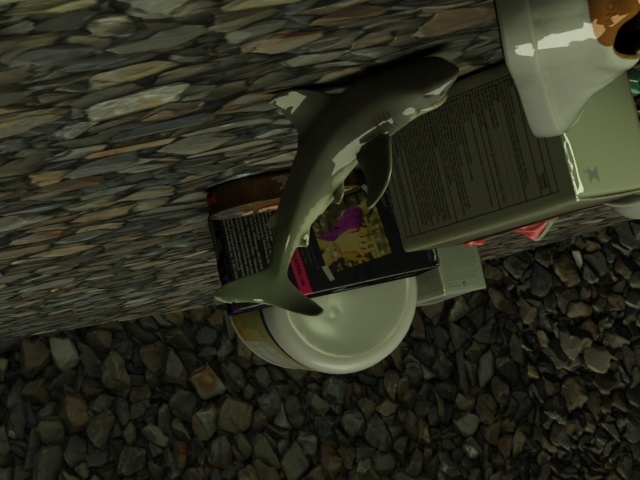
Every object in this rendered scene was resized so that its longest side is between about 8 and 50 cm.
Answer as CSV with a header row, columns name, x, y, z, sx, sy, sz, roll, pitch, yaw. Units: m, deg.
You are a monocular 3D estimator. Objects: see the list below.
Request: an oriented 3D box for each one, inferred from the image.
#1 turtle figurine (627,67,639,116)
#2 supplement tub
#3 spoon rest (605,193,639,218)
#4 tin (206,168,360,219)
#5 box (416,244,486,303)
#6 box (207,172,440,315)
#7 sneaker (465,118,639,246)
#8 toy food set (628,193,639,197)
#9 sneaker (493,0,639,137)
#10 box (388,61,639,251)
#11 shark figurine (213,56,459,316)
name,x,y,z,sx,sy,sz,roll,pitch,yaw
turtle figurine,0.395,-0.134,1.646,0.234,0.118,0.175,10,157,2
supplement tub,-0.011,0.076,2.333,0.228,0.228,0.316,-11,-179,-17
spoon rest,0.276,-0.077,1.637,0.137,0.084,0.276,27,173,-34
tin,-0.045,-0.061,1.932,0.190,0.040,0.106,-11,178,-19
box,0.155,0.006,2.375,0.091,0.170,0.130,-6,172,-40
box,0.000,0.000,2.084,0.270,0.143,0.165,-11,176,-8
sneaker,0.294,-0.073,2.044,0.314,0.136,0.116,-16,175,36
toy food set,0.471,-0.074,2.134,0.306,0.092,0.220,3,-173,-29
sneaker,0.207,-0.146,1.220,0.123,0.106,0.290,-11,174,11
box,0.185,-0.088,1.563,0.127,0.148,0.232,-8,174,-44
shark figurine,-0.011,-0.071,1.410,0.116,0.278,0.166,34,-176,-28
